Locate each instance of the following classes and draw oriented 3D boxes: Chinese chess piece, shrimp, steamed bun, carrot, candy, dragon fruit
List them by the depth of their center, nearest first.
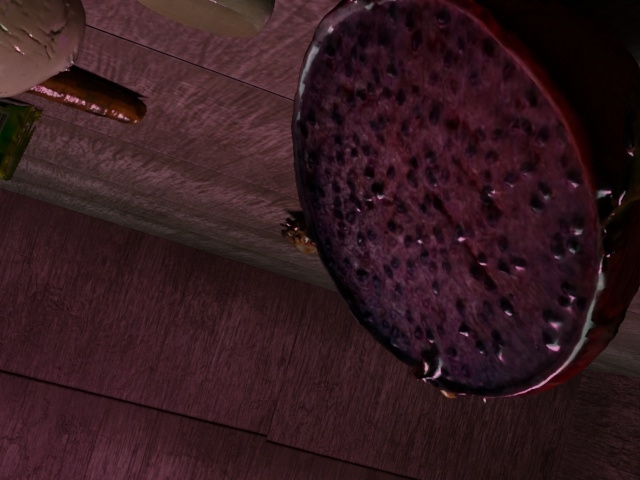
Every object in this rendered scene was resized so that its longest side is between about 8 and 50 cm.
[{"bbox_3d":[0.102,-0.041,0.483,0.148,0.223,0.218,-19,-126,-32],"label":"dragon fruit"},{"bbox_3d":[-0.066,-0.144,0.528,0.084,0.034,0.084,16,176,1],"label":"Chinese chess piece"},{"bbox_3d":[-0.233,-0.148,0.633,0.130,0.090,0.112,14,171,23],"label":"steamed bun"},{"bbox_3d":[-0.249,-0.149,0.897,0.171,0.042,0.042,18,173,-33],"label":"carrot"},{"bbox_3d":[-0.445,-0.140,1.162,0.178,0.102,0.032,15,169,9],"label":"candy"},{"bbox_3d":[0.001,-0.002,1.487,0.115,0.051,0.217,7,170,21],"label":"shrimp"}]

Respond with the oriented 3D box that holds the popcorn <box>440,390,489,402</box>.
[{"bbox_3d":[0.192,0.087,1.198,0.191,0.190,0.253,38,-160,-41],"label":"popcorn"}]
